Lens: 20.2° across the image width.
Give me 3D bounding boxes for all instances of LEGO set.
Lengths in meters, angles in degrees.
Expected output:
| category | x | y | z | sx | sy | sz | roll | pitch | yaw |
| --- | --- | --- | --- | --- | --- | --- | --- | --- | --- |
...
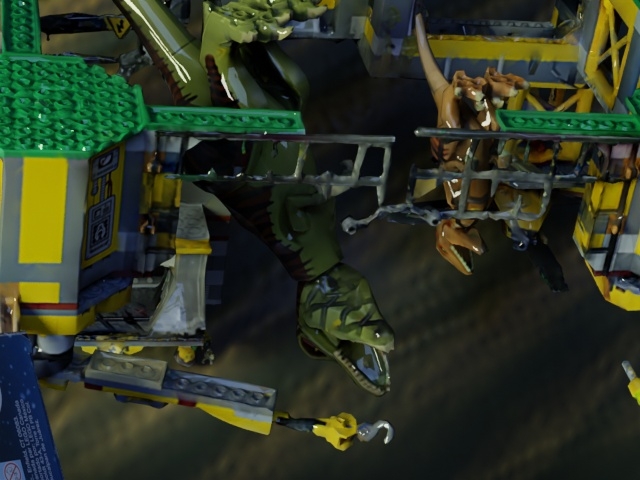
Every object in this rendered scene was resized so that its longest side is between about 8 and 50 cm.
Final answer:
| category | x | y | z | sx | sy | sz | roll | pitch | yaw |
| --- | --- | --- | --- | --- | --- | --- | --- | --- | --- |
| LEGO set | 0.000 | 0.000 | 0.658 | 0.331 | 0.192 | 0.255 | -4 | 34 | -19 |

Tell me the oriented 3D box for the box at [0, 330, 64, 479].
| category | x | y | z | sx | sy | sz | roll | pitch | yaw |
| --- | --- | --- | --- | --- | --- | --- | --- | --- | --- |
| box | -0.161 | 0.137 | 0.538 | 0.044 | 0.233 | 0.159 | -3 | 73 | -55 |
